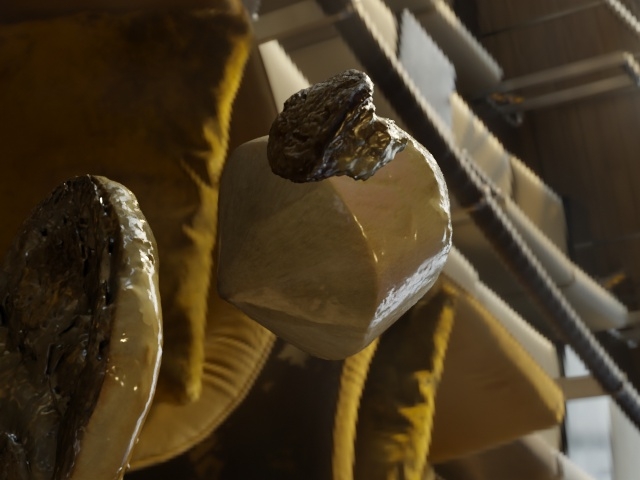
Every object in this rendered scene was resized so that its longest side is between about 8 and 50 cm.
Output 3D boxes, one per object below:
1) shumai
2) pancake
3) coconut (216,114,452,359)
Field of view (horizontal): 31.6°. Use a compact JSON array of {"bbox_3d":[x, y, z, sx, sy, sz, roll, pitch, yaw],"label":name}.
[{"bbox_3d":[0.009,-0.103,1.159,0.139,0.123,0.105,-42,113,-46],"label":"shumai"},{"bbox_3d":[-0.242,0.120,0.997,0.082,0.387,0.387,20,61,-33],"label":"pancake"},{"bbox_3d":[0.000,0.000,1.391,0.329,0.328,0.329,28,57,-53],"label":"coconut"}]
